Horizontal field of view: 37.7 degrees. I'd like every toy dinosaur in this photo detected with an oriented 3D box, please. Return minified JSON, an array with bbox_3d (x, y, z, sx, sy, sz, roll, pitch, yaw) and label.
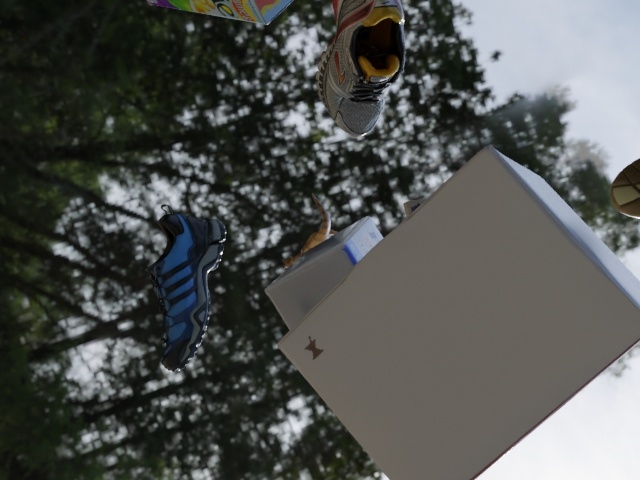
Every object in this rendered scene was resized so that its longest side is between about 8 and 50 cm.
[{"bbox_3d":[0.000,0.000,1.691,0.211,0.112,0.064,-55,-130,45],"label":"toy dinosaur"}]

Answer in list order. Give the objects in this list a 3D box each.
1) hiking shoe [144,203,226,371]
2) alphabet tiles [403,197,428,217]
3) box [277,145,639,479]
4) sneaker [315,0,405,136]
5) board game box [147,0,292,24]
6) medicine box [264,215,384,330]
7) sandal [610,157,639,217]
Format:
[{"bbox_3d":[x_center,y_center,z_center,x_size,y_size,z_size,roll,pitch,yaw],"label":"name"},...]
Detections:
[{"bbox_3d":[-0.276,0.094,1.772,0.113,0.132,0.304,150,-48,-63],"label":"hiking shoe"},{"bbox_3d":[0.232,0.097,1.414,0.011,0.285,0.343,-23,-100,53],"label":"alphabet tiles"},{"bbox_3d":[0.147,0.065,0.801,0.215,0.345,0.168,-44,-104,14],"label":"box"},{"bbox_3d":[0.047,-0.199,1.068,0.225,0.088,0.093,92,-17,-52],"label":"sneaker"},{"bbox_3d":[-0.140,-0.398,1.244,0.275,0.144,0.142,22,-29,45],"label":"board game box"},{"bbox_3d":[0.068,0.124,1.510,0.263,0.149,0.289,58,15,-3],"label":"medicine box"},{"bbox_3d":[0.390,-0.069,0.966,0.180,0.049,0.072,-28,-131,26],"label":"sandal"}]
